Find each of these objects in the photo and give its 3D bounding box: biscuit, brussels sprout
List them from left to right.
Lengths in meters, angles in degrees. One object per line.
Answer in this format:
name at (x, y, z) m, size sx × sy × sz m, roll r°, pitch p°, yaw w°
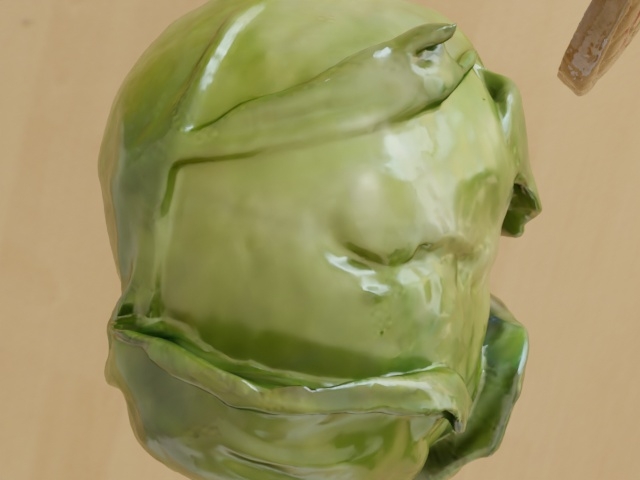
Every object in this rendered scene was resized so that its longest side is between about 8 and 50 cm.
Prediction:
brussels sprout at (-0.002, 0.002, 1.012) m, size 0.227 × 0.294 × 0.259 m, roll 5°, pitch 103°, yaw -3°
biscuit at (0.297, -0.250, 1.792) m, size 0.049 × 0.273 × 0.257 m, roll 33°, pitch 71°, yaw 5°
